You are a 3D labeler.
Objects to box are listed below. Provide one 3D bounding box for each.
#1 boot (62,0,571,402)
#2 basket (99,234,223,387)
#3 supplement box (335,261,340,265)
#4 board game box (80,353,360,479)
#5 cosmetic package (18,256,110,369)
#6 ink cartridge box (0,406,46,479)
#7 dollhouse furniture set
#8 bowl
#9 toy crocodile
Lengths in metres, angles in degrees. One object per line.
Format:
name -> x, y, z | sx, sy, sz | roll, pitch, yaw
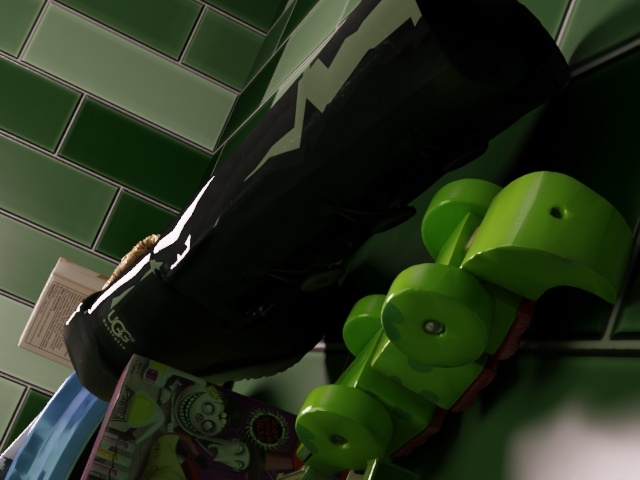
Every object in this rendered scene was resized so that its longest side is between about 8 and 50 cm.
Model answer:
boot -> 0.026, -0.044, 0.879 | 0.445, 0.146, 0.367 | -45, -12, 30
basket -> -0.244, 0.137, 1.524 | 0.223, 0.213, 0.299 | 134, 156, -64
supplement box -> 0.000, 0.000, 1.161 | 0.098, 0.062, 0.036 | -57, 16, 30
board game box -> -0.095, 0.264, 0.713 | 0.056, 0.208, 0.347 | -51, 19, 47
cosmetic package -> -0.356, 0.163, 1.763 | 0.153, 0.296, 0.129 | -62, 12, 7
ink cartridge box -> -0.334, 0.302, 1.229 | 0.311, 0.065, 0.186 | -55, -22, -44
dollhouse furniture set -> 0.019, 0.192, 0.689 | 0.151, 0.076, 0.059 | -40, 27, 61
bowl -> -0.256, 0.288, 1.213 | 0.391, 0.077, 0.391 | -57, -19, -33
toy crocodile -> 0.073, 0.071, 0.667 | 0.340, 0.105, 0.115 | -57, 2, 45
